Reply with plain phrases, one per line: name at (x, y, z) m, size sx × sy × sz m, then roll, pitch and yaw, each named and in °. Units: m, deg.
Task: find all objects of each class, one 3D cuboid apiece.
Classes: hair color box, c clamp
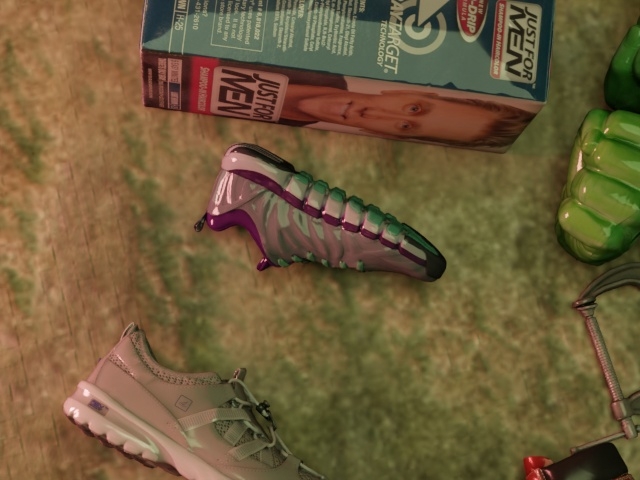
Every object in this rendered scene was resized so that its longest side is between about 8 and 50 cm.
hair color box at (0.018, -0.166, 1.399) m, size 0.347 × 0.174 × 0.105 m, roll 7°, pitch 78°, yaw -4°
c clamp at (0.278, 0.103, 1.446) m, size 0.137 × 0.022 × 0.161 m, roll -11°, pitch 80°, yaw -7°

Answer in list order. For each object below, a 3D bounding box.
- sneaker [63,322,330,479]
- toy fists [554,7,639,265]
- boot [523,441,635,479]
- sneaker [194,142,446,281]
sneaker at (-0.076, 0.166, 1.357) m, size 0.281 × 0.105 × 0.115 m, roll 28°, pitch 77°, yaw 1°
toy fists at (0.288, -0.111, 1.429) m, size 0.096 × 0.142 × 0.279 m, roll 26°, pitch 77°, yaw 0°
boot at (0.191, 0.292, 1.377) m, size 0.244 × 0.088 × 0.176 m, roll -36°, pitch 70°, yaw -4°
sneaker at (0.000, 0.000, 1.426) m, size 0.223 × 0.083 × 0.098 m, roll 28°, pitch 98°, yaw 5°
